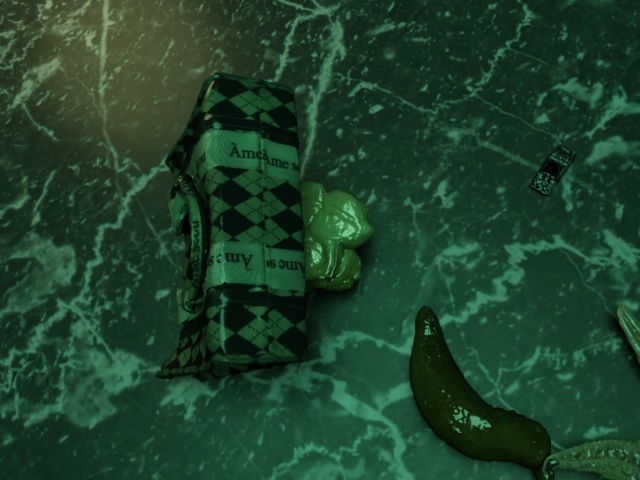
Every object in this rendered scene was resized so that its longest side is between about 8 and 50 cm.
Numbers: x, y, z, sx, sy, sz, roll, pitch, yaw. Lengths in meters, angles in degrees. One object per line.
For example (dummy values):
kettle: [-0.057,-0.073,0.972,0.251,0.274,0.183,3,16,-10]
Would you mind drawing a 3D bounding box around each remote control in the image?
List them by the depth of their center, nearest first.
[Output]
remote control: [0.397,-0.121,1.056,0.039,0.014,0.096,34,79,17]

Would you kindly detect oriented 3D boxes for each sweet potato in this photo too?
sweet potato: [0.216,0.245,0.905,0.124,0.098,0.310,-32,66,-27]

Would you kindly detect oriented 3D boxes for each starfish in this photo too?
starfish: [0.531,0.299,0.824,0.383,0.132,0.398,30,85,14]

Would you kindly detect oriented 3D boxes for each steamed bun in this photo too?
steamed bun: [0.000,0.000,1.020,0.192,0.106,0.178,0,74,17]

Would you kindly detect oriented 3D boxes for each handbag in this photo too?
handbag: [-0.156,0.006,0.940,0.180,0.316,0.416,8,67,-30]
